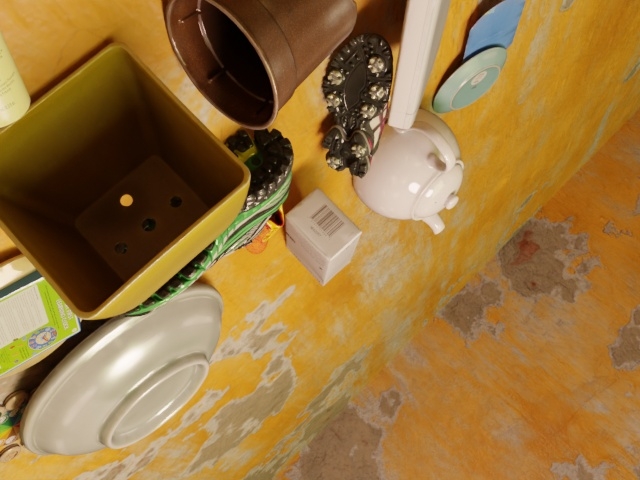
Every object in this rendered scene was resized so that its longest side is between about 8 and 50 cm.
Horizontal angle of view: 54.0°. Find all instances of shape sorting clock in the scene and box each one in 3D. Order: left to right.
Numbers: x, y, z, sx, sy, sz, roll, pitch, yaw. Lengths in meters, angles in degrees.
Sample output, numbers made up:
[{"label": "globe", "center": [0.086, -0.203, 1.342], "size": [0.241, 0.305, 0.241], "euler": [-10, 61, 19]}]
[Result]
[{"label": "shape sorting clock", "center": [-0.386, 0.096, 0.811], "size": [0.206, 0.040, 0.206], "euler": [-37, 152, -24]}]

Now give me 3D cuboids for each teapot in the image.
[{"label": "teapot", "center": [0.203, -0.134, 1.283], "size": [0.256, 0.187, 0.252], "euler": [-13, 139, -52]}]

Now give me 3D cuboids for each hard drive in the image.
[{"label": "hard drive", "center": [0.163, -0.364, 0.897], "size": [0.353, 0.047, 0.233], "euler": [93, 16, -56]}]

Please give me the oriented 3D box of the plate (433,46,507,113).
[{"label": "plate", "center": [0.321, -0.329, 1.328], "size": [0.188, 0.024, 0.188], "euler": [-29, 162, -11]}]

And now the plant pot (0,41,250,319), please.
[{"label": "plant pot", "center": [-0.215, -0.044, 0.702], "size": [0.212, 0.212, 0.187], "euler": [-43, 170, -11]}]

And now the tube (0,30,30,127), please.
[{"label": "tube", "center": [-0.298, -0.192, 0.482], "size": [0.240, 0.062, 0.070], "euler": [90, 7, -52]}]

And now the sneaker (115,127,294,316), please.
[{"label": "sneaker", "center": [-0.162, -0.007, 0.917], "size": [0.343, 0.134, 0.146], "euler": [-41, 157, -16]}]

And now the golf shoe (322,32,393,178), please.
[{"label": "golf shoe", "center": [0.067, -0.233, 1.033], "size": [0.120, 0.105, 0.273], "euler": [-58, 168, -37]}]

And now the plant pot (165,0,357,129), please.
[{"label": "plant pot", "center": [-0.056, -0.241, 0.708], "size": [0.165, 0.167, 0.167], "euler": [-46, 158, -24]}]

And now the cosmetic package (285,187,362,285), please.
[{"label": "cosmetic package", "center": [0.000, 0.000, 1.173], "size": [0.085, 0.117, 0.231], "euler": [-41, 169, -13]}]

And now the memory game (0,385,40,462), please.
[{"label": "memory game", "center": [-0.488, 0.300, 0.999], "size": [0.186, 0.012, 0.186], "euler": [-38, 156, -21]}]

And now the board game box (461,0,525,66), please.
[{"label": "board game box", "center": [0.332, -0.415, 1.248], "size": [0.133, 0.033, 0.168], "euler": [-29, 155, -13]}]

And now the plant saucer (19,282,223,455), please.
[{"label": "plant saucer", "center": [-0.303, 0.248, 1.084], "size": [0.400, 0.100, 0.400], "euler": [-41, 162, -16]}]

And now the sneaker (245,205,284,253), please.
[{"label": "sneaker", "center": [-0.098, -0.027, 1.082], "size": [0.064, 0.067, 0.175], "euler": [-36, 157, -32]}]
